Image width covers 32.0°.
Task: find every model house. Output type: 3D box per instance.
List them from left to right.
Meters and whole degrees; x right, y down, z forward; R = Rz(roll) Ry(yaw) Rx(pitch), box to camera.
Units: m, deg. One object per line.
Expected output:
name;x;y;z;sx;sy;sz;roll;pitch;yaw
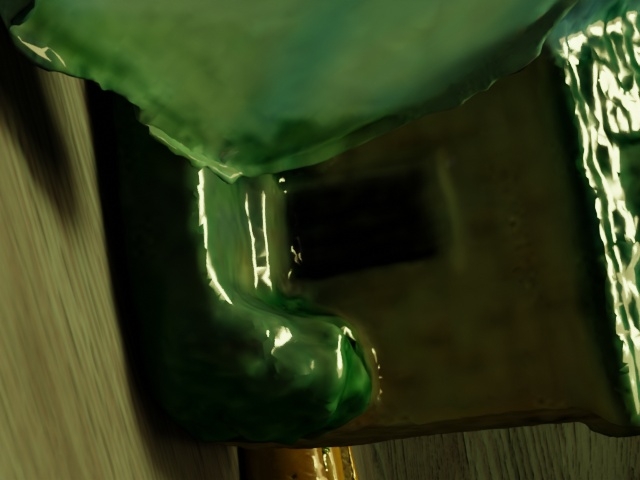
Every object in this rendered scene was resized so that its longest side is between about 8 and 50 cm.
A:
model house;-0.011;-0.199;0.406;0.226;0.261;0.241;26;33;-56
model house;0.095;-0.079;0.628;0.334;0.343;0.382;40;45;-74

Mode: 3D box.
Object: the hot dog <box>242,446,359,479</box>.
hot dog;-0.002;0.190;0.769;0.100;0.068;0.249;33;41;-51
